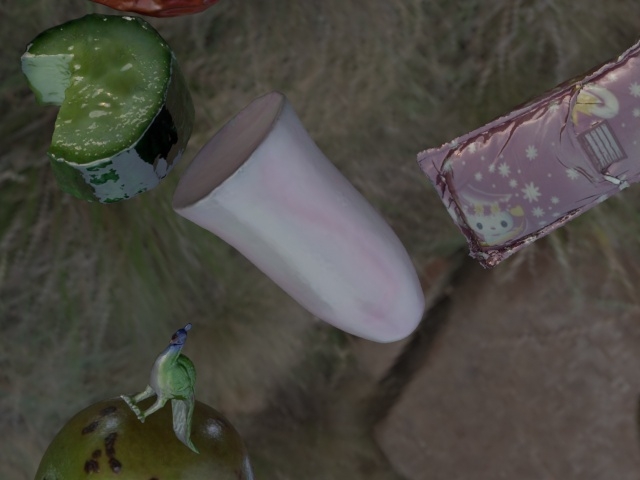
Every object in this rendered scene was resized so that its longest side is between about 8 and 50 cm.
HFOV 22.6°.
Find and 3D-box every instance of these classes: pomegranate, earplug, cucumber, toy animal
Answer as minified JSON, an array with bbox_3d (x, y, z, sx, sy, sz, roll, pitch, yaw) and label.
[{"bbox_3d":[-0.205,0.334,1.777,0.290,0.323,0.291,4,126,6],"label":"pomegranate"},{"bbox_3d":[0.000,0.000,1.770,0.172,0.172,0.301,-43,110,9],"label":"earplug"},{"bbox_3d":[-0.229,-0.145,1.774,0.191,0.191,0.130,-32,155,-5],"label":"cucumber"},{"bbox_3d":[-0.154,0.162,1.575,0.075,0.041,0.217,-27,144,-23],"label":"toy animal"}]

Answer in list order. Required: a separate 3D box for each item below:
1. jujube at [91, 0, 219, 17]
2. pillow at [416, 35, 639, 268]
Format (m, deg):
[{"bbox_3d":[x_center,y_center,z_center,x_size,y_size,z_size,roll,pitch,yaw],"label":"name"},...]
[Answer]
[{"bbox_3d":[-0.227,-0.344,1.649,0.342,0.216,0.216,11,124,-25],"label":"jujube"},{"bbox_3d":[0.166,-0.061,1.106,0.185,0.043,0.118,-25,124,15],"label":"pillow"}]
